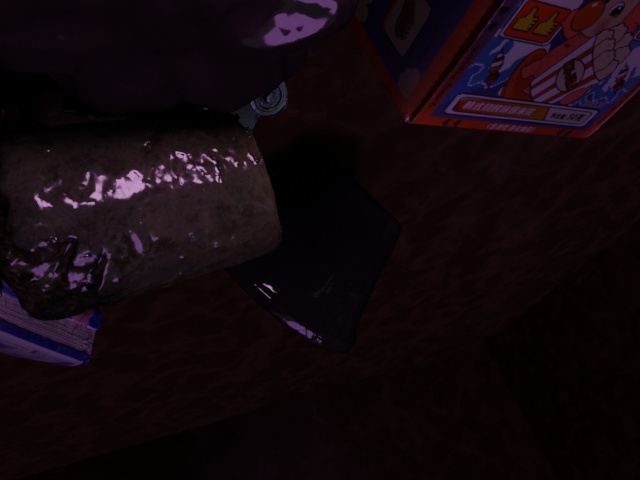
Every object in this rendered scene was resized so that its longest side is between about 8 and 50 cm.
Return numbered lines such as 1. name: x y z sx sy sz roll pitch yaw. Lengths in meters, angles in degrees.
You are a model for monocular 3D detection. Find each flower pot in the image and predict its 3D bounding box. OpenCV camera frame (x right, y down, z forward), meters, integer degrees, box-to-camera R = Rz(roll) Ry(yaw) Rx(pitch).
1. flower pot: 0.000 0.000 1.047 0.251 0.379 0.379 -47 149 7

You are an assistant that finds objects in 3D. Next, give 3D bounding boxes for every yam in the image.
1. yam: -0.201 -0.039 0.624 0.299 0.195 0.195 -18 154 -33

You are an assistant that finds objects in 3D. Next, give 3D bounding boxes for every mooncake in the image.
1. mooncake: -0.149 -0.266 0.497 0.350 0.213 0.381 -20 160 29

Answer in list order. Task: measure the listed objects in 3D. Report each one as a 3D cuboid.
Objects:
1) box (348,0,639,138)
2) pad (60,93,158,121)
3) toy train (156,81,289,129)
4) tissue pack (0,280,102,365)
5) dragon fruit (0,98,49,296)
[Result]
1. box: 0.263 -0.325 0.691 0.348 0.257 0.319 -4 146 -33
2. pad: -0.218 -0.205 0.758 0.211 0.003 0.143 11 120 -47
3. toy train: -0.152 -0.168 0.776 0.159 0.101 0.248 11 119 -37
4. tissue pack: -0.519 0.109 0.931 0.209 0.137 0.270 8 158 18
5. dragon fruit: -0.467 -0.048 0.630 0.330 0.240 0.302 4 134 -51
